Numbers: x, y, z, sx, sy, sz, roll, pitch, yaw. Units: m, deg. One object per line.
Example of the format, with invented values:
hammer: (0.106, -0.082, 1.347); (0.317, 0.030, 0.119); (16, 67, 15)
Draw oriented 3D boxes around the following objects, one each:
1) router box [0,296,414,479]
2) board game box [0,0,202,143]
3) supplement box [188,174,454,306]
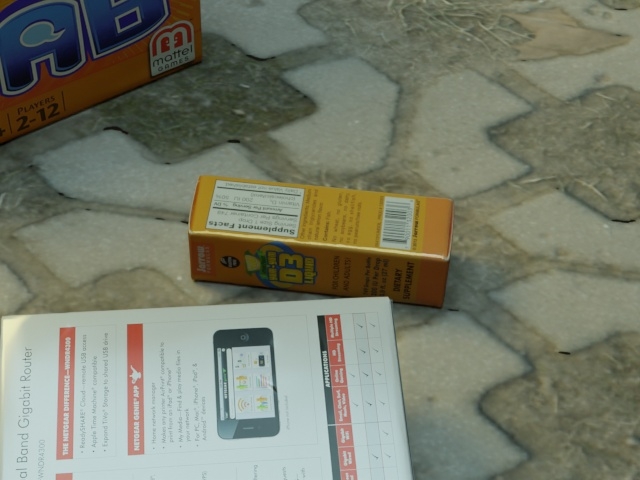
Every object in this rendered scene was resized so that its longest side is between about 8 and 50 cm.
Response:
router box: (-0.081, 0.208, 0.924); (0.301, 0.082, 0.335); (-2, 58, -4)
board game box: (-0.363, -0.345, 1.260); (0.356, 0.356, 0.356); (-27, 54, -24)
supplement box: (0.000, 0.000, 1.154); (0.234, 0.078, 0.080); (7, 51, 5)
